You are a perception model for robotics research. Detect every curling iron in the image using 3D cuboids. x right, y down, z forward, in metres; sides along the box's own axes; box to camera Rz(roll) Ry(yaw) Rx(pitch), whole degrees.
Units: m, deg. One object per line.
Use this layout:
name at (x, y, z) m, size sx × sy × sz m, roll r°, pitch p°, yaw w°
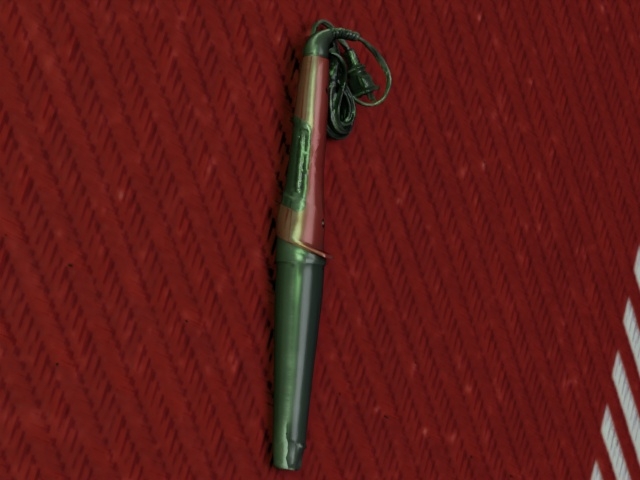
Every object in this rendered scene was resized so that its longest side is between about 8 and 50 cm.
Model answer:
curling iron at (0.000, 0.000, 0.956) m, size 0.068 × 0.035 × 0.274 m, roll 17°, pitch 75°, yaw -40°
